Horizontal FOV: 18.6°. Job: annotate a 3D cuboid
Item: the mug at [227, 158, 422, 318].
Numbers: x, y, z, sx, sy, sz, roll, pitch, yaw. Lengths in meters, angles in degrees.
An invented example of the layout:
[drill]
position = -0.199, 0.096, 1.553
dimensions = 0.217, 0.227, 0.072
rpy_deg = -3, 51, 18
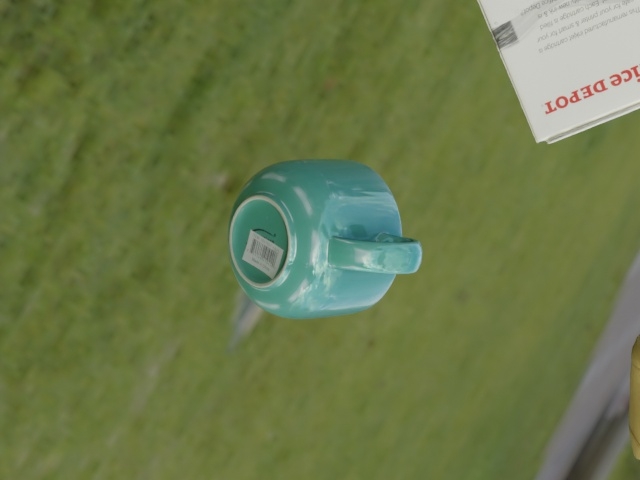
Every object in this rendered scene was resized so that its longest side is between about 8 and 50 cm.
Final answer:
[mug]
position = -0.005, -0.006, 1.566
dimensions = 0.097, 0.129, 0.158
rpy_deg = -3, 158, -43

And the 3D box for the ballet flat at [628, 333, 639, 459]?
[ballet flat]
position = 0.224, 0.061, 0.836
dimensions = 0.080, 0.232, 0.073
rpy_deg = -11, 92, -47

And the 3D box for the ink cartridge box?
[ink cartridge box]
position = 0.134, -0.129, 0.975
dimensions = 0.099, 0.135, 0.056
rpy_deg = -21, -178, 32
